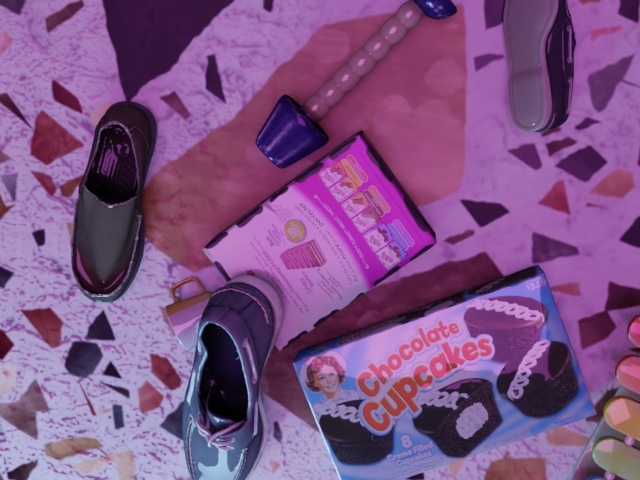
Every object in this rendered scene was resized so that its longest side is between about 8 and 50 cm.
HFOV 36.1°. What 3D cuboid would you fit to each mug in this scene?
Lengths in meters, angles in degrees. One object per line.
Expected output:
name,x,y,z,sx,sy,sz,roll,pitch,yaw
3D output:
mug,-0.153,0.088,1.216,0.064,0.062,0.078,-27,103,1

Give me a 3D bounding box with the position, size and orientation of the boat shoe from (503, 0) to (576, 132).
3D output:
boat shoe,0.259,-0.228,1.133,0.064,0.075,0.206,-3,96,-38

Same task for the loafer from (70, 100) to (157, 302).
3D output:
loafer,-0.260,-0.043,1.186,0.094,0.087,0.251,9,100,4

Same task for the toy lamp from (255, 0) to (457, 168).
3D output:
toy lamp,0.036,-0.193,1.141,0.274,0.080,0.080,-42,94,9

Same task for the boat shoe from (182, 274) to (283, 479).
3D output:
boat shoe,-0.123,0.195,1.176,0.116,0.099,0.320,21,119,14

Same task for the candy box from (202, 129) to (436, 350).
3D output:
candy box,0.000,0.000,1.179,0.233,0.071,0.159,-35,96,10

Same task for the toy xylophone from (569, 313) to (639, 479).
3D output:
toy xylophone,0.439,0.229,1.174,0.236,0.081,0.323,18,101,1

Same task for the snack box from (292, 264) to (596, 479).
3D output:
snack box,0.148,0.173,1.201,0.321,0.060,0.187,-21,97,9
